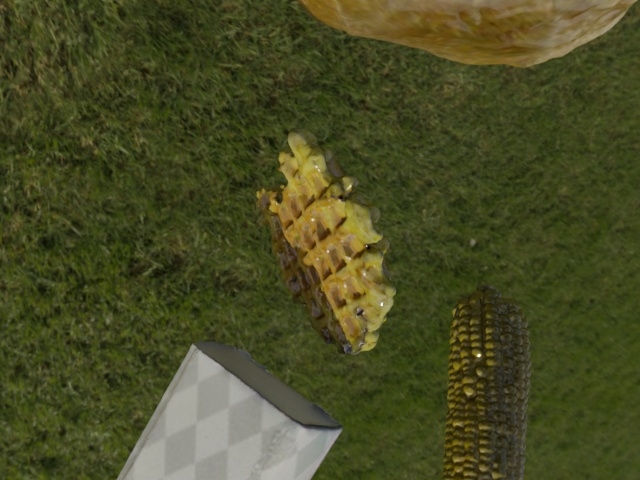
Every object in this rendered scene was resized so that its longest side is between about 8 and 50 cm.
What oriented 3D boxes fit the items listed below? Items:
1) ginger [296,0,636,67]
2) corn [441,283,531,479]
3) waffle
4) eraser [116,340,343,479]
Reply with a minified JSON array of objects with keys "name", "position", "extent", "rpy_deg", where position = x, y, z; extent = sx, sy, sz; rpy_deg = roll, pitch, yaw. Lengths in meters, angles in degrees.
[{"name":"ginger","position":[0.083,-0.209,0.380],"extent":[0.221,0.276,0.130],"rpy_deg":[30,59,-45]},{"name":"corn","position":[0.166,0.179,0.601],"extent":[0.086,0.087,0.288],"rpy_deg":[36,55,-42]},{"name":"waffle","position":[-0.001,0.006,0.780],"extent":[0.058,0.281,0.300],"rpy_deg":[-24,149,-25]},{"name":"eraser","position":[-0.162,0.348,0.789],"extent":[0.396,0.213,0.082],"rpy_deg":[-59,166,10]}]
